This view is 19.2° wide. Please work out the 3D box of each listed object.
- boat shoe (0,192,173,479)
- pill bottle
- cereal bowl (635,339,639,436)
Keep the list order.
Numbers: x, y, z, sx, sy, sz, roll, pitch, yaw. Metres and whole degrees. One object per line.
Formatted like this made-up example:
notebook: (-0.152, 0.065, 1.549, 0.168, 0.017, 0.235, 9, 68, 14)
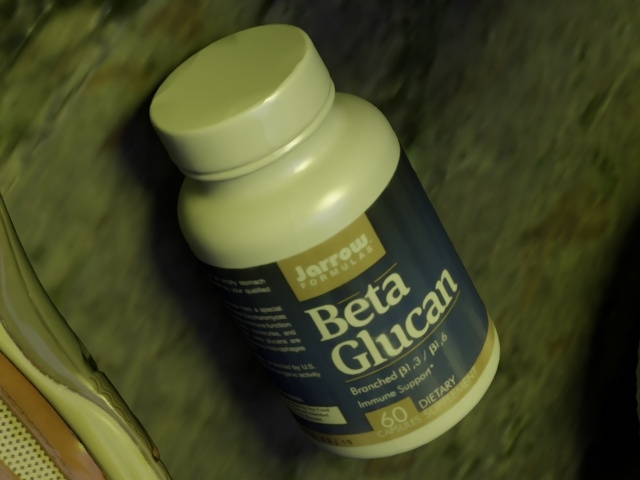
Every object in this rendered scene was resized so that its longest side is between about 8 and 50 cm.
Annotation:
boat shoe: (-0.145, 0.056, 0.690, 0.120, 0.122, 0.324, -33, 113, -13)
pill bottle: (0.000, 0.000, 0.764, 0.094, 0.094, 0.169, -39, 122, -15)
cereal bowl: (0.283, 0.038, 0.926, 0.339, 0.141, 0.338, -11, 112, -29)
